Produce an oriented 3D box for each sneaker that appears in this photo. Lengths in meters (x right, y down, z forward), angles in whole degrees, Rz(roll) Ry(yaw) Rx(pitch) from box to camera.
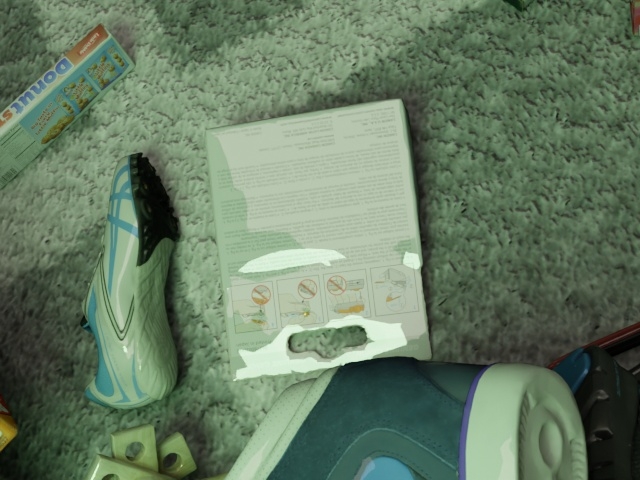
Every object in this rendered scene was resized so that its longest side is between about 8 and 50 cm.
[{"bbox_3d":[-0.172,0.031,1.066,0.086,0.085,0.237,-11,65,17],"label":"sneaker"},{"bbox_3d":[0.022,0.223,0.692,0.236,0.130,0.323,-10,61,37],"label":"sneaker"},{"bbox_3d":[0.206,0.212,0.788,0.139,0.125,0.341,31,40,-10],"label":"sneaker"}]

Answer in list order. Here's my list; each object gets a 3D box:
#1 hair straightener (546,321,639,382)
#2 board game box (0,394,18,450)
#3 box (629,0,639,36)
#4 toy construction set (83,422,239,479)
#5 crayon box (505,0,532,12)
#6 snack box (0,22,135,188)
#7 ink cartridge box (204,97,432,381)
[{"bbox_3d":[0.299,0.091,0.956,0.230,0.047,0.089,-23,67,-1],"label":"hair straightener"},{"bbox_3d":[-0.508,0.103,0.896,0.356,0.356,0.356,-47,31,-6],"label":"board game box"},{"bbox_3d":[0.386,-0.261,1.016,0.256,0.123,0.128,-3,70,12],"label":"box"},{"bbox_3d":[-0.037,0.231,0.894,0.215,0.151,0.327,-46,43,-12],"label":"toy construction set"},{"bbox_3d":[0.248,-0.375,1.051,0.318,0.202,0.081,-45,67,-6],"label":"crayon box"},{"bbox_3d":[-0.256,-0.125,1.151,0.178,0.064,0.022,-43,66,-5],"label":"snack box"},{"bbox_3d":[0.000,0.000,1.064,0.180,0.056,0.225,-8,87,10],"label":"ink cartridge box"}]
